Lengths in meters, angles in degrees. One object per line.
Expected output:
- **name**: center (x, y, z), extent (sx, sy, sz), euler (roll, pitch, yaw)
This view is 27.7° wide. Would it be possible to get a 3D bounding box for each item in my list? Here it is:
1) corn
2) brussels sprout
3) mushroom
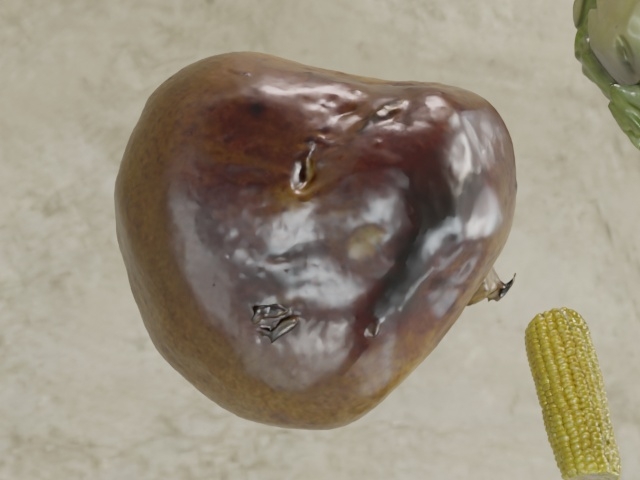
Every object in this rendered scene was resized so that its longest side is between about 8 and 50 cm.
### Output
- **corn**: center (0.335, 0.207, 1.728), extent (0.093, 0.093, 0.244), euler (15, 52, -38)
- **brussels sprout**: center (0.580, -0.308, 1.905), extent (0.361, 0.342, 0.425), euler (17, 42, -19)
- **mushroom**: center (0.000, 0.000, 1.102), extent (0.259, 0.345, 0.345), euler (69, 24, -70)
